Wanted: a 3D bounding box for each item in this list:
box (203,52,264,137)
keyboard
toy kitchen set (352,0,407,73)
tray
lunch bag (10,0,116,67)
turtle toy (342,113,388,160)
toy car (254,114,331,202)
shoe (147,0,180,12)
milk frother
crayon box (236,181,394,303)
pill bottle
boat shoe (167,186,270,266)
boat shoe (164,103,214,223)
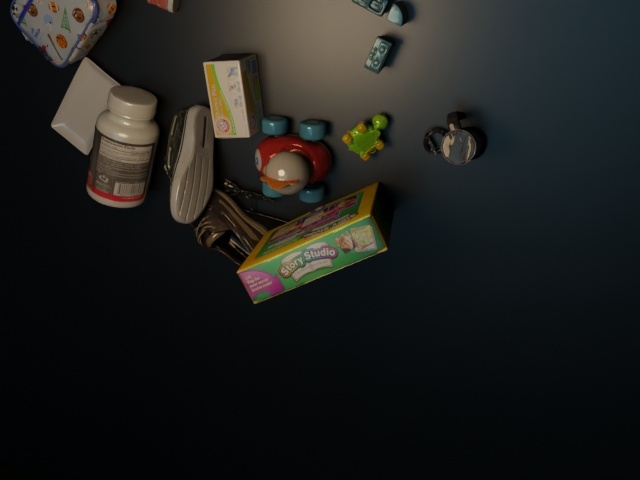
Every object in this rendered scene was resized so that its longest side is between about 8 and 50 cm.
[{"bbox_3d":[-0.225,-0.382,1.773,0.103,0.114,0.203,3,116,19],"label":"box"},{"bbox_3d":[-0.198,-0.071,1.955,0.318,0.033,0.201,16,124,11],"label":"keyboard"},{"bbox_3d":[0.083,-0.518,1.597,0.207,0.122,0.166,29,120,5],"label":"toy kitchen set"},{"bbox_3d":[-0.685,-0.395,1.976,0.145,0.030,0.270,40,120,-1],"label":"tray"},{"bbox_3d":[-0.705,-0.629,1.808,0.303,0.115,0.243,-33,102,38],"label":"lunch bag"},{"bbox_3d":[0.122,-0.274,1.727,0.130,0.066,0.095,-35,122,26],"label":"turtle toy"},{"bbox_3d":[-0.098,-0.188,1.745,0.211,0.238,0.219,9,116,15],"label":"toy car"},{"bbox_3d":[-0.399,-0.684,1.722,0.081,0.063,0.177,20,123,4],"label":"shoe"},{"bbox_3d":[0.316,-0.234,1.636,0.143,0.135,0.129,-34,85,27],"label":"milk frother"},{"bbox_3d":[0.000,0.000,1.720,0.363,0.313,0.106,-24,105,16],"label":"crayon box"},{"bbox_3d":[-0.557,-0.267,1.905,0.176,0.176,0.318,24,119,7],"label":"pill bottle"},{"bbox_3d":[-0.288,-0.042,1.908,0.356,0.130,0.132,32,126,0],"label":"boat shoe"},{"bbox_3d":[-0.371,-0.209,1.862,0.119,0.121,0.334,1,78,37],"label":"boat shoe"}]
